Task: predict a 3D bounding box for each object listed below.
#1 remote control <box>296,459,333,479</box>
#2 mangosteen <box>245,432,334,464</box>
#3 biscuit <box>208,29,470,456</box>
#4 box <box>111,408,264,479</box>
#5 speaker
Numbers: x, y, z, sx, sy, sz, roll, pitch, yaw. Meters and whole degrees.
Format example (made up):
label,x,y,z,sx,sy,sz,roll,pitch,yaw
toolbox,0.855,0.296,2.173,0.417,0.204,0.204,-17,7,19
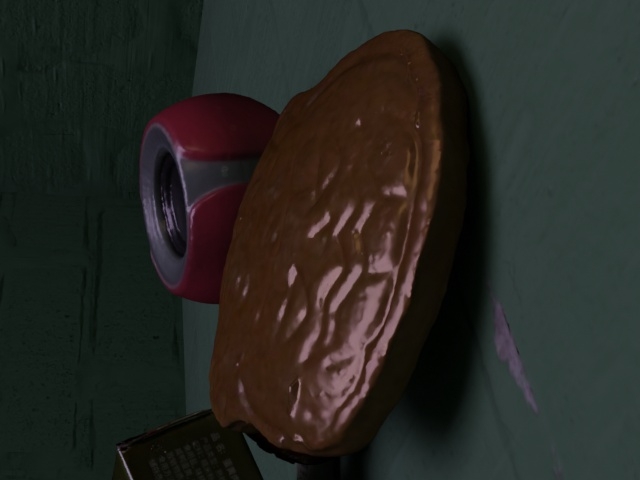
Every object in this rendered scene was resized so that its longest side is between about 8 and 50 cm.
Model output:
label,x,y,z,sx,sy,sz,roll,pitch,yaw
remote control,-0.006,0.314,1.082,0.078,0.042,0.221,158,115,-76
mangosteen,-0.006,0.162,0.970,0.146,0.181,0.156,45,171,12
biscuit,-0.002,-0.001,0.815,0.365,0.062,0.385,-11,65,59
box,-0.108,0.440,0.982,0.420,0.138,0.373,61,152,21
speaker,-0.139,-0.050,1.224,0.294,0.294,0.294,-177,90,-76
